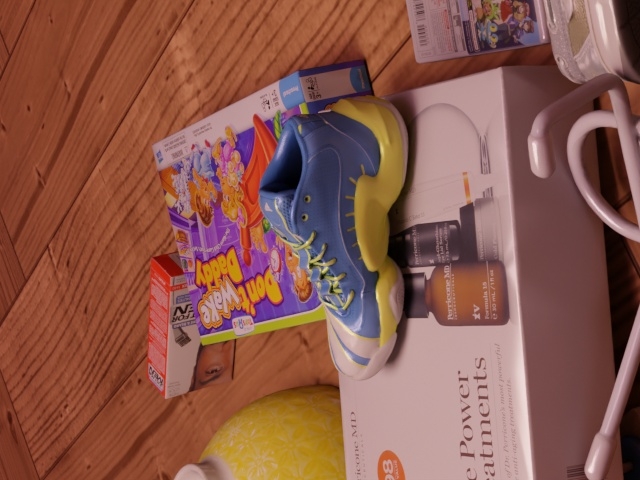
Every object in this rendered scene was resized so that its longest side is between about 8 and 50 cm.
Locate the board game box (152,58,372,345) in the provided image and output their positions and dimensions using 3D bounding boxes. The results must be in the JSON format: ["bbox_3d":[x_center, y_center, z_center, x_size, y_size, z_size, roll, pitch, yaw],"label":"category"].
[{"bbox_3d":[-0.044,-0.028,1.629,0.347,0.078,0.233,-18,87,60],"label":"board game box"}]

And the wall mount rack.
[{"bbox_3d":[0.271,0.048,1.081,0.350,0.130,0.304,21,137,51],"label":"wall mount rack"}]

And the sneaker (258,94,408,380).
[{"bbox_3d":[0.000,0.000,1.307,0.091,0.126,0.240,15,106,59],"label":"sneaker"}]

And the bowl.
[{"bbox_3d":[-0.068,0.292,1.650,0.289,0.156,0.290,-15,73,59],"label":"bowl"}]

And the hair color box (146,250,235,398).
[{"bbox_3d":[-0.148,0.092,1.836,0.053,0.093,0.167,42,136,44],"label":"hair color box"}]

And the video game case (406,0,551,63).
[{"bbox_3d":[0.122,-0.255,1.316,0.183,0.023,0.201,1,102,59],"label":"video game case"}]

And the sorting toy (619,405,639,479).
[{"bbox_3d":[0.243,0.228,1.288,0.132,0.046,0.274,62,147,23],"label":"sorting toy"}]

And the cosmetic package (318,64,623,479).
[{"bbox_3d":[0.118,0.058,1.333,0.284,0.097,0.377,-7,87,62],"label":"cosmetic package"}]

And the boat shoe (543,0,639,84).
[{"bbox_3d":[0.186,-0.266,1.117,0.103,0.118,0.320,4,112,54],"label":"boat shoe"}]
